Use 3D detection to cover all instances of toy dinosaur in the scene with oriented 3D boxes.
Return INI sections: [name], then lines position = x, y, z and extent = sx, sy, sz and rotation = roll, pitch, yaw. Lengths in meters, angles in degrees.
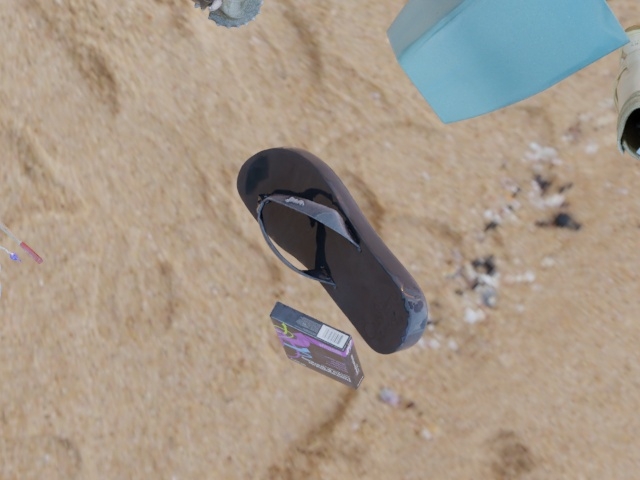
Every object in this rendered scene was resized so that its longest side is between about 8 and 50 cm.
[toy dinosaur]
position = -0.087, -0.361, 1.761
extent = 0.313, 0.160, 0.121
rotation = -50, 133, -30

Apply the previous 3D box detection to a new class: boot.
[boot]
position = 0.442, -0.168, 1.938
extent = 0.077, 0.165, 0.213
rotation = 0, 143, 12

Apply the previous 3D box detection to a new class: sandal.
[sandal]
position = 0.001, 0.000, 1.266
extent = 0.054, 0.254, 0.097
rotation = -10, 133, -40

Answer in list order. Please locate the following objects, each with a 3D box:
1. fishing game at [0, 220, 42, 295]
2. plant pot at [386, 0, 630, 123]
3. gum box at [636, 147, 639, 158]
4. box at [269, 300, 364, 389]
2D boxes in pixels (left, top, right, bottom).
[fishing game]
position = -0.491, 0.060, 1.766
extent = 0.264, 0.189, 0.041
rotation = -39, 142, -18
[plant pot]
position = 0.205, -0.258, 1.660
extent = 0.234, 0.165, 0.165
rotation = -33, 117, 12
[gum box]
position = 0.521, -0.139, 1.782
extent = 0.184, 0.157, 0.041
rotation = -53, 150, 0
[box]
position = -0.003, 0.146, 1.928
extent = 0.116, 0.162, 0.029
rotation = 23, 72, 19
